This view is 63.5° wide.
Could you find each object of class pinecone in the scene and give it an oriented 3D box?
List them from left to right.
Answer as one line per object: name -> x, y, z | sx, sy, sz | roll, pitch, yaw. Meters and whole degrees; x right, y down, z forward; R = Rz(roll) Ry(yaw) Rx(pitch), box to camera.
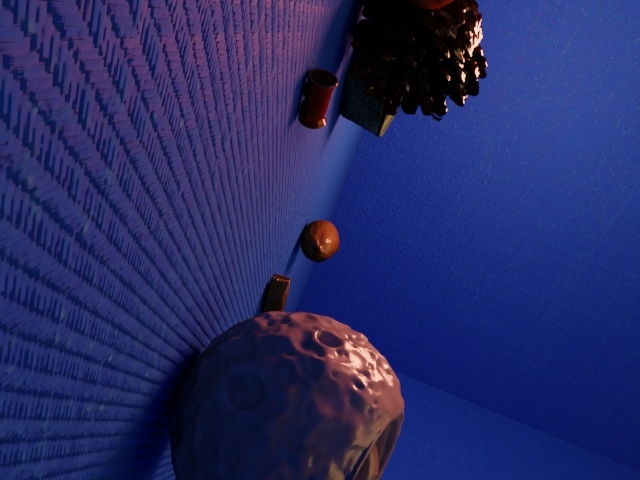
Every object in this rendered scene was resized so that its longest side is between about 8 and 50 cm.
pinecone -> 0.187, -0.377, 1.001 | 0.242, 0.298, 0.296 | -2, -130, 52

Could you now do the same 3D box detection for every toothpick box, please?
toothpick box -> -0.005, -0.209, 0.772 | 0.083, 0.047, 0.047 | 110, 3, -50

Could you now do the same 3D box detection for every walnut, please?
walnut -> 0.000, 0.000, 1.689 | 0.245, 0.137, 0.137 | -59, 171, -76

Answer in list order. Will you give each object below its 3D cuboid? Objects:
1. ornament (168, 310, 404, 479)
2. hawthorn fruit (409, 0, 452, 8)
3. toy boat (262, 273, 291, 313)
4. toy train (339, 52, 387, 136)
ornament -> -0.056, 0.263, 0.746 | 0.337, 0.337, 0.337 | 22, 90, -87
hawthorn fruit -> 0.172, -0.468, 0.741 | 0.243, 0.207, 0.207 | 2, 110, -80
toy boat -> -0.116, 0.150, 1.350 | 0.200, 0.057, 0.077 | 109, -2, -52
toy train -> 0.152, -0.408, 1.285 | 0.238, 0.167, 0.299 | -57, 173, -17
